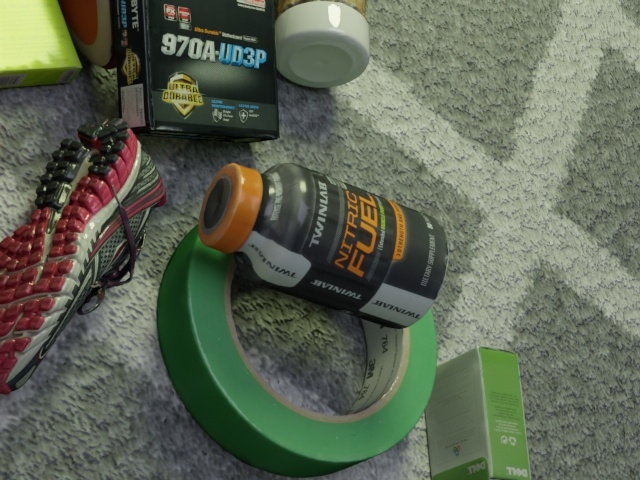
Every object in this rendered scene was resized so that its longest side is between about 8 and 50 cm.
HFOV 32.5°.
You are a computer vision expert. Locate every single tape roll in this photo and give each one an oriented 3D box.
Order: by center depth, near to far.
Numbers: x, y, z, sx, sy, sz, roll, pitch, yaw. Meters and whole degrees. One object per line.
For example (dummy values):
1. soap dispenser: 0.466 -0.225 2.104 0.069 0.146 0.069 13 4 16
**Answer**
1. tape roll: -0.019 0.094 1.210 0.321 0.077 0.321 16 60 -29

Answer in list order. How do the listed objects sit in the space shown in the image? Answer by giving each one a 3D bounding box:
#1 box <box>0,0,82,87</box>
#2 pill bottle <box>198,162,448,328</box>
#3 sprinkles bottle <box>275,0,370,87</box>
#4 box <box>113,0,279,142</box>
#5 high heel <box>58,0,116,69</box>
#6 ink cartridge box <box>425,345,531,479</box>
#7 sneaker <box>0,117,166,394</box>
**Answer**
1. box: -0.335 -0.251 1.175 0.109 0.042 0.178 -12 75 -40
2. pill bottle: 0.000 0.000 1.133 0.246 0.130 0.130 19 58 -27
3. sprinkles bottle: 0.002 -0.375 1.428 0.121 0.121 0.355 17 59 -29
4. box: -0.133 -0.200 1.217 0.220 0.051 0.175 -2 89 -54
5. high heel: -0.219 -0.363 1.269 0.181 0.127 0.377 2 71 -43
6. ink cartridge box: 0.179 0.238 1.258 0.062 0.109 0.209 13 60 -30
7. sneaker: -0.236 0.021 1.069 0.112 0.121 0.299 56 49 -41
